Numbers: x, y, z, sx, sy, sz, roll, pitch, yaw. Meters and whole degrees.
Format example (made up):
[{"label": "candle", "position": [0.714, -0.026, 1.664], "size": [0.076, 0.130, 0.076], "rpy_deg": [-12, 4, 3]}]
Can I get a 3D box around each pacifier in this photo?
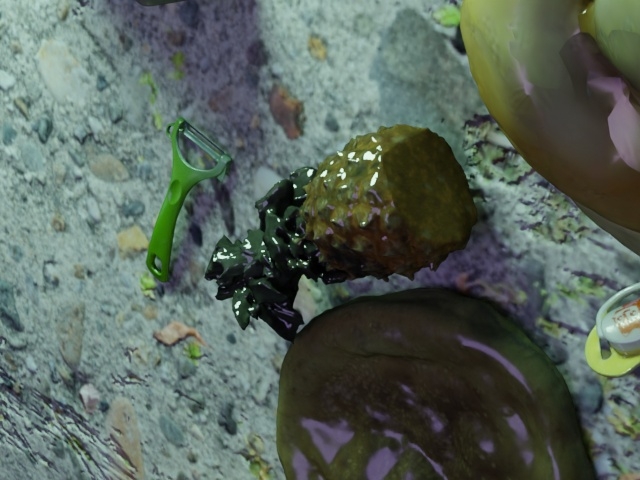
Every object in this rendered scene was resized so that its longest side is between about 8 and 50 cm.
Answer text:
[{"label": "pacifier", "position": [0.217, 0.065, 0.693], "size": [0.083, 0.068, 0.064], "rpy_deg": [-29, 118, 26]}]

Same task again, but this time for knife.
[{"label": "knife", "position": [-0.135, -0.029, 0.962], "size": [0.078, 0.023, 0.166], "rpy_deg": [43, 126, 27]}]

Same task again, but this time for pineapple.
[{"label": "pineapple", "position": [0.000, 0.000, 0.802], "size": [0.111, 0.119, 0.237], "rpy_deg": [40, 139, -24]}]

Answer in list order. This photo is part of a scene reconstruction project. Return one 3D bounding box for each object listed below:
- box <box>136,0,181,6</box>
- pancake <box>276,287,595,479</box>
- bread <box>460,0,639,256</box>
[{"label": "box", "position": [-0.176, -0.287, 0.860], "size": [0.243, 0.103, 0.055], "rpy_deg": [46, 133, 19]}, {"label": "pancake", "position": [0.076, 0.167, 0.834], "size": [0.294, 0.049, 0.294], "rpy_deg": [11, 109, 36]}, {"label": "bread", "position": [0.276, -0.095, 0.459], "size": [0.424, 0.245, 0.329], "rpy_deg": [-2, 102, 36]}]
